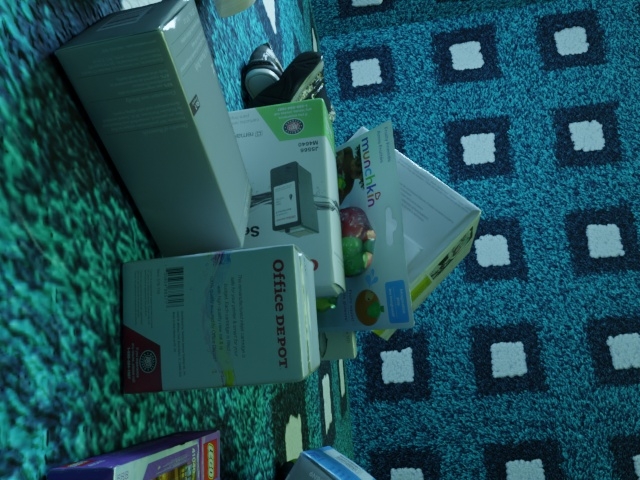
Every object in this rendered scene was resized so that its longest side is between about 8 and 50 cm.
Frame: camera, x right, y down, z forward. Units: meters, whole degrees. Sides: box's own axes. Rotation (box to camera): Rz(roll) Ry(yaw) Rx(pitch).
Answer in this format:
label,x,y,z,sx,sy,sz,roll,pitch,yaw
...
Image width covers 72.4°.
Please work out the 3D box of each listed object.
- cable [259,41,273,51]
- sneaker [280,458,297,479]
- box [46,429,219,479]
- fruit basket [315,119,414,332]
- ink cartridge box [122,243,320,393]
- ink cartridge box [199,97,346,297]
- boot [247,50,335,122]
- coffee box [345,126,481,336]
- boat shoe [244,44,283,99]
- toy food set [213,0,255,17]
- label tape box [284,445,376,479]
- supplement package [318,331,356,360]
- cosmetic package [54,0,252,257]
label,x,y,z,sx,sy,sz,roll,pitch,yaw
cable,-0.103,-0.401,1.214,0.139,0.072,0.288,-112,-171,-62
sneaker,-0.050,0.525,0.800,0.300,0.121,0.111,-139,-143,-72
box,-0.144,0.325,0.356,0.201,0.057,0.294,62,24,-71
fruit basket,0.000,0.000,0.775,0.353,0.165,0.328,-18,-108,53
ink cartridge box,-0.095,0.083,0.464,0.127,0.176,0.128,51,34,-77
ink cartridge box,-0.074,-0.051,0.653,0.115,0.198,0.273,55,30,-74
boot,-0.056,-0.275,0.971,0.236,0.085,0.179,-52,152,-12
coffee box,0.137,0.003,1.082,0.337,0.338,0.334,42,-2,22
boat shoe,-0.094,-0.328,1.083,0.335,0.112,0.096,63,27,-63
toy food set,-0.181,-0.537,0.708,0.220,0.092,0.306,74,4,-51
label tape box,-0.058,0.459,0.574,0.348,0.115,0.249,-53,160,-14
supplement package,-0.005,0.237,1.067,0.105,0.179,0.105,50,34,-78
cosmetic package,-0.152,-0.109,0.465,0.127,0.107,0.238,-92,170,-48
